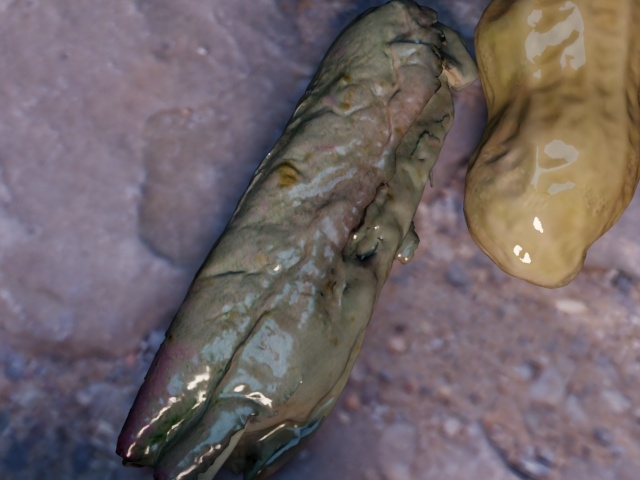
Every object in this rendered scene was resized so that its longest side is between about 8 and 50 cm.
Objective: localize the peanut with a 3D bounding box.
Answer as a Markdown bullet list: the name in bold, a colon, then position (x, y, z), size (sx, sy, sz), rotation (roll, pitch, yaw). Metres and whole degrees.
- **peanut**: position (0.128, -0.074, 0.677), size (0.099, 0.090, 0.214), rotation (29, 59, -30)

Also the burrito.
- **burrito**: position (-0.003, -0.002, 0.659), size (0.096, 0.066, 0.309), rotation (20, 65, 16)
